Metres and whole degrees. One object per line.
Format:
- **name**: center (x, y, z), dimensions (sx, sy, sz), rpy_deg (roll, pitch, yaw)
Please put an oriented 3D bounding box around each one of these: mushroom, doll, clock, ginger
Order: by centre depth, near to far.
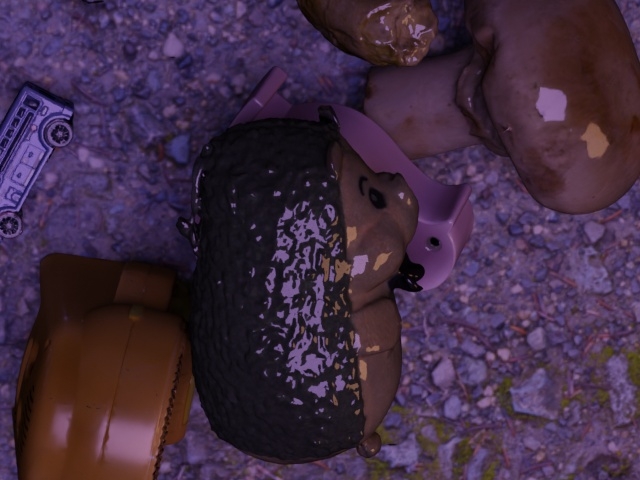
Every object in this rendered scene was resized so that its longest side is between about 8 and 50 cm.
- **doll**: center (-0.015, 0.048, 1.628), dimensions (0.247, 0.247, 0.350), rpy_deg (-11, 111, -7)
- **ginger**: center (0.030, -0.258, 1.676), dimensions (0.116, 0.263, 0.109), rpy_deg (-22, 125, -4)
- **clock**: center (-0.224, 0.164, 1.717), dimensions (0.200, 0.317, 0.244), rpy_deg (9, 105, -6)
- **mushroom**: center (0.192, -0.147, 1.743), dimensions (0.290, 0.292, 0.293), rpy_deg (-17, 109, 13)
- **clock**: center (0.000, 0.000, 1.768), dimensions (0.275, 0.080, 0.290), rpy_deg (28, 128, 2)

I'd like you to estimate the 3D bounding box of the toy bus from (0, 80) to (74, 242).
- **toy bus**: center (-0.321, -0.081, 1.753), dimensions (0.076, 0.073, 0.167), rpy_deg (29, 96, -14)
